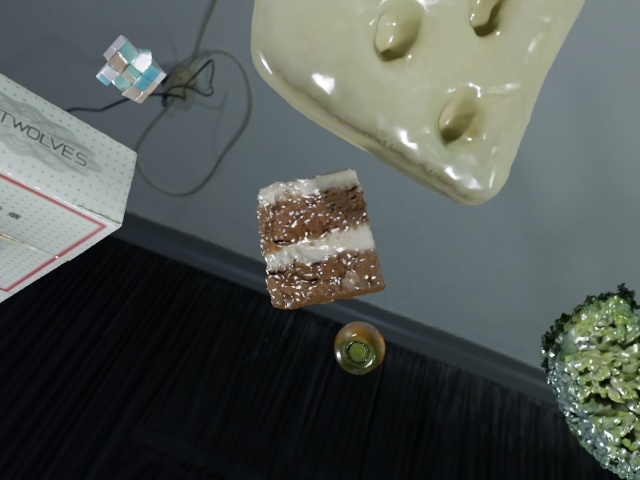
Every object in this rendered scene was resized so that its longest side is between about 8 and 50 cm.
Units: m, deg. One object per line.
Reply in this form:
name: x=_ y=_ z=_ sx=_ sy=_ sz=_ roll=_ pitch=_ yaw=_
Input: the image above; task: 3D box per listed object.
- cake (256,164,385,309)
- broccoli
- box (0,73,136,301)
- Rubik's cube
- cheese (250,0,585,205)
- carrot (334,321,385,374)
cake: x=0.000 y=0.000 z=0.760 sx=0.135 sy=0.134 sz=0.147 roll=-10 pitch=83 yaw=3
broccoli: x=0.432 y=0.178 z=0.821 sx=0.249 sy=0.375 sz=0.302 roll=13 pitch=110 yaw=-14
box: x=-0.362 y=-0.036 z=0.622 sx=0.330 sy=0.095 sz=0.210 roll=-25 pitch=138 yaw=35
Rubik's cube: x=-0.277 y=-0.248 z=0.921 sx=0.084 sy=0.073 sz=0.075 roll=30 pitch=95 yaw=16
cheese: x=0.105 y=-0.243 z=0.669 sx=0.328 sy=0.129 sz=0.351 roll=18 pitch=100 yaw=-19
carrot: x=0.068 y=0.178 z=1.076 sx=0.087 sy=0.193 sz=0.087 roll=-1 pitch=84 yaw=7
